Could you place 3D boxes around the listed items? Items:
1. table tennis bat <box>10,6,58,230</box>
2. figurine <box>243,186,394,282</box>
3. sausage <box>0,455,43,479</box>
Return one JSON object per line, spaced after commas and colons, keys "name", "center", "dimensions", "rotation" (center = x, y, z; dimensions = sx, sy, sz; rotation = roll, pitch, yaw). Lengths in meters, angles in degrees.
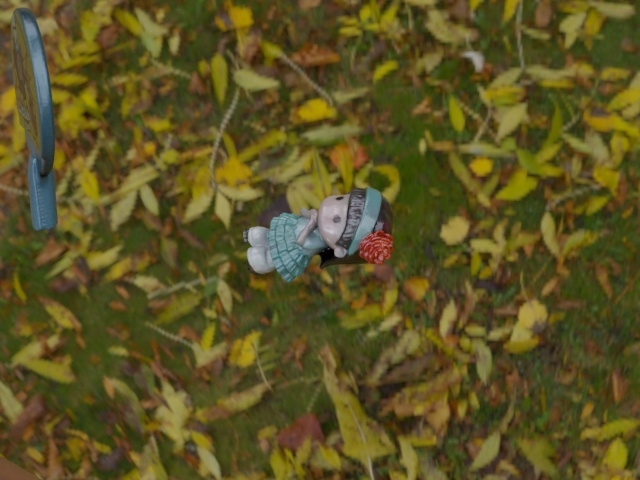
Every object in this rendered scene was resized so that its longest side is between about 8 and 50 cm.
{"name": "table tennis bat", "center": [-0.195, -0.081, 0.838], "dimensions": [0.019, 0.155, 0.100], "rotation": [-10, 27, -21]}
{"name": "figurine", "center": [0.000, 0.000, 0.808], "dimensions": [0.106, 0.047, 0.060], "rotation": [-15, 39, 24]}
{"name": "sausage", "center": [-0.203, 0.166, 0.716], "dimensions": [0.289, 0.086, 0.086], "rotation": [35, 67, -13]}
